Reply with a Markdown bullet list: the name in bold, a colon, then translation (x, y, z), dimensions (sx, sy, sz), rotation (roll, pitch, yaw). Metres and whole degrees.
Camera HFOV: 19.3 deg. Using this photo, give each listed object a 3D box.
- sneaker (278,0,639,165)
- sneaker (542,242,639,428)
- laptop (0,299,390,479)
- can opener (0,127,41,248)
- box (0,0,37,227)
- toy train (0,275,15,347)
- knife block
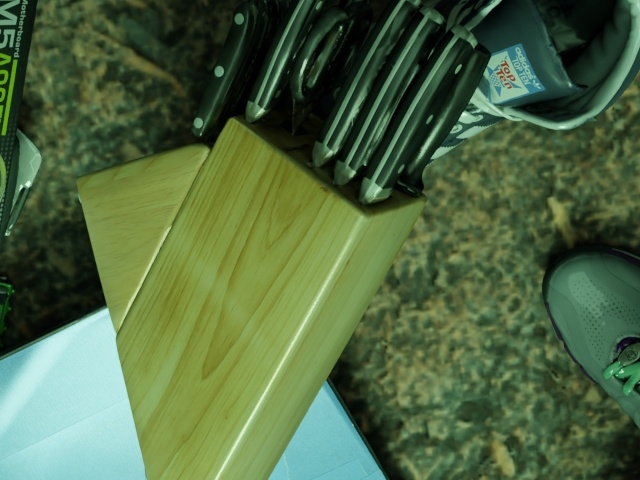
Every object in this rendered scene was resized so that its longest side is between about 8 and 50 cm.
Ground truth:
- **sneaker**: translation (0.067, -0.084, 1.076), dimensions (0.282, 0.153, 0.099), rotation (-32, 102, 8)
- **sneaker**: translation (0.225, 0.096, 1.154), dimensions (0.083, 0.098, 0.223), rotation (-41, 102, 10)
- **laptop**: translation (-0.111, 0.288, 1.132), dimensions (0.382, 0.236, 0.408), rotation (-26, 62, 8)
- **can opener**: translation (-0.254, 0.050, 1.144), dimensions (0.076, 0.095, 0.283), rotation (24, 103, -6)
- **box**: translation (-0.268, -0.100, 1.068), dimensions (0.216, 0.060, 0.270), rotation (19, 106, 29)
- **toy train**: translation (-0.209, 0.063, 1.185), dimensions (0.017, 0.023, 0.083), rotation (13, 105, -3)
- **knife block**: translation (0.000, 0.000, 1.013), dimensions (0.242, 0.088, 0.275), rotation (-12, 91, 28)
